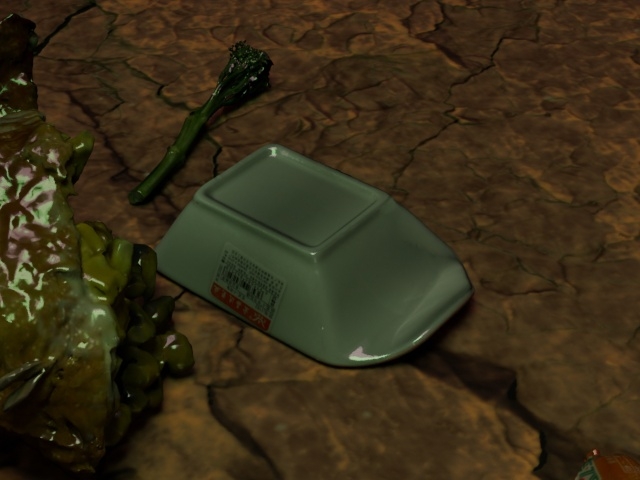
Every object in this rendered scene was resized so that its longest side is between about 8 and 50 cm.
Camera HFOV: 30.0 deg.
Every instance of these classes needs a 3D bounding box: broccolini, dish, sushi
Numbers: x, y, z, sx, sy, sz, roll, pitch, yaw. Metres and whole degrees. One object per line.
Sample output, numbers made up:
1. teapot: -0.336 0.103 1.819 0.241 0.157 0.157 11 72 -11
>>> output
1. broccolini: -0.107 -0.106 1.033 0.044 0.042 0.218 16 44 24
2. dish: 0.000 0.000 0.873 0.234 0.064 0.154 27 47 31
3. sushi: -0.184 0.009 0.771 0.179 0.167 0.296 -15 50 -19

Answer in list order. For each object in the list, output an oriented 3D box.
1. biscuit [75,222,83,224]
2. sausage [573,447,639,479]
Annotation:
1. biscuit: -0.294 0.003 0.891 0.224 0.033 0.144 8 25 9
2. sausage: 0.199 0.230 0.577 0.053 0.053 0.348 -10 39 -9
